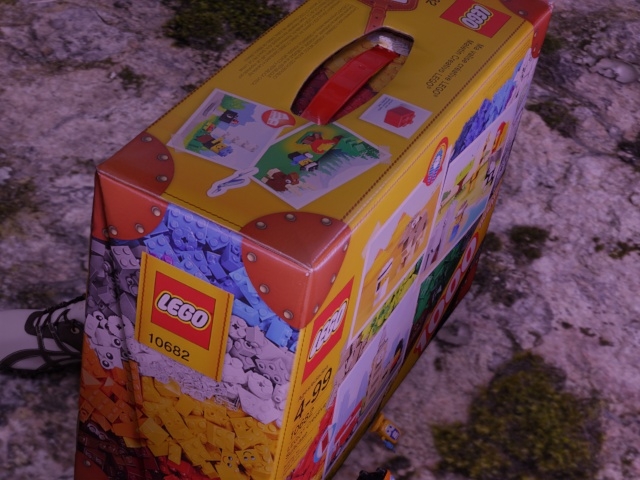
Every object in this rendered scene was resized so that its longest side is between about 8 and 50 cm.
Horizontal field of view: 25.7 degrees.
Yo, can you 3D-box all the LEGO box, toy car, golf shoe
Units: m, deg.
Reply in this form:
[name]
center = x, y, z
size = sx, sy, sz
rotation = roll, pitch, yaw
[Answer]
[LEGO box]
center = 0.000, 0.000, 1.279
size = 0.193, 0.372, 0.500
rotation = 24, 40, 16
[toy car]
center = 0.064, 0.206, 1.294
size = 0.040, 0.060, 0.122
rotation = 41, 44, -13
[golf shoe]
center = -0.243, 0.082, 1.342
size = 0.198, 0.094, 0.077
rotation = 9, 39, 0
